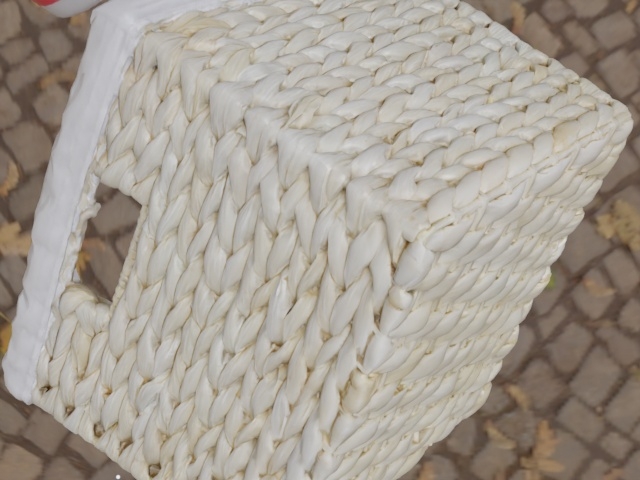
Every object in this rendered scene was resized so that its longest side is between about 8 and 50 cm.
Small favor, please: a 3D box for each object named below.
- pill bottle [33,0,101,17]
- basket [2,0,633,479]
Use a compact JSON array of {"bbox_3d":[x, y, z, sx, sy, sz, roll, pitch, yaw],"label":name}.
[{"bbox_3d":[-0.284,-0.336,1.074,0.318,0.176,0.176,35,75,-33],"label":"pill bottle"},{"bbox_3d":[0.000,0.000,0.962,0.266,0.328,0.331,35,34,20],"label":"basket"}]
